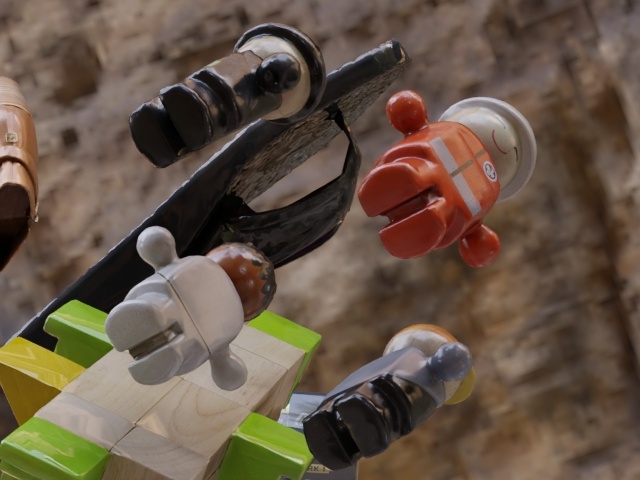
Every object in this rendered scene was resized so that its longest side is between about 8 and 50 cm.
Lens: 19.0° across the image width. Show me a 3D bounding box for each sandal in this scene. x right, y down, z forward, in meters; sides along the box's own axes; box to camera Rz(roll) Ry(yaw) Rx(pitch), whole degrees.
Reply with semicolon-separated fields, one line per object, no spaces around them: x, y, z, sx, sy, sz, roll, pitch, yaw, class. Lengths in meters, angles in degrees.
-0.079;0.002;1.608;0.446;0.107;0.167;-41;-5;12;sandal

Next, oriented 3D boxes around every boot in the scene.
-0.268;-0.018;1.565;0.073;0.152;0.197;-2;-52;-14;boot

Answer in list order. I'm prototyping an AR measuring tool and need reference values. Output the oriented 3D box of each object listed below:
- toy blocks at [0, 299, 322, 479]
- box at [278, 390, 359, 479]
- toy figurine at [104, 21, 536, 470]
-0.131;0.201;1.218;0.381;0.190;0.261;-43;-25;-72;toy blocks
-0.086;0.189;1.547;0.232;0.059;0.183;4;-39;1;box
0.000;0.000;1.059;0.213;0.210;0.148;19;26;20;toy figurine
